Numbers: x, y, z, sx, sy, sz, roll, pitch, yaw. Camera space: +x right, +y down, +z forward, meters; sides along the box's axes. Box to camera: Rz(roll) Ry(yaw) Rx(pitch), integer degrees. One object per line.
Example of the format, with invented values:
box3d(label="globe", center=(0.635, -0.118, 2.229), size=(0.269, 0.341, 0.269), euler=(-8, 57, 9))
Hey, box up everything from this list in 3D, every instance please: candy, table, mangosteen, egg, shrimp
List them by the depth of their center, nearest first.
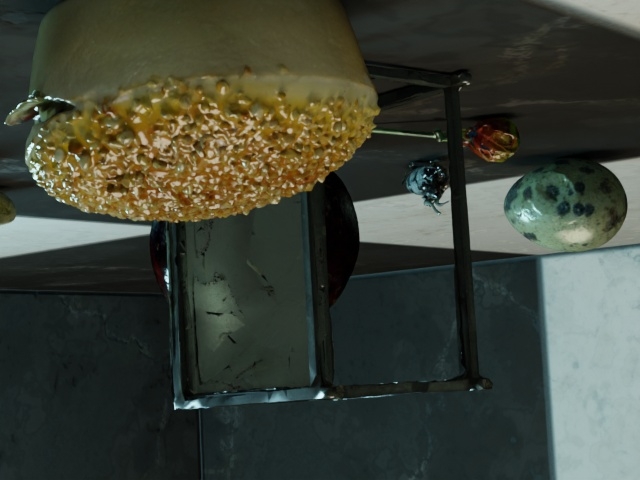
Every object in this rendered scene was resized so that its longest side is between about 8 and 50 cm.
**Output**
box3d(label="table", center=(0.000, 0.000, 1.418), size=(0.222, 0.335, 0.272), euler=(2, 171, -39))
box3d(label="candy", center=(0.146, -0.130, 1.669), size=(0.201, 0.060, 0.060), euler=(5, 174, 1))
box3d(label="mangosteen", center=(-0.092, -0.007, 1.749), size=(0.288, 0.288, 0.288), euler=(-3, 174, 0))
box3d(label="shrimp", center=(0.156, -0.077, 1.988), size=(0.076, 0.082, 0.174), euler=(-8, -179, 1))
box3d(label="egg", center=(0.363, -0.053, 2.008), size=(0.182, 0.141, 0.141), euler=(0, 175, 18))

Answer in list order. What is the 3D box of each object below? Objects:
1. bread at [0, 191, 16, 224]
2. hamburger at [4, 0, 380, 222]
box3d(label="bread", center=(-0.564, -0.045, 2.023), size=(0.178, 0.060, 0.139), euler=(-7, 172, 35))
box3d(label="hamburger", center=(-0.097, -0.108, 1.107), size=(0.302, 0.170, 0.302), euler=(-4, 174, 0))
